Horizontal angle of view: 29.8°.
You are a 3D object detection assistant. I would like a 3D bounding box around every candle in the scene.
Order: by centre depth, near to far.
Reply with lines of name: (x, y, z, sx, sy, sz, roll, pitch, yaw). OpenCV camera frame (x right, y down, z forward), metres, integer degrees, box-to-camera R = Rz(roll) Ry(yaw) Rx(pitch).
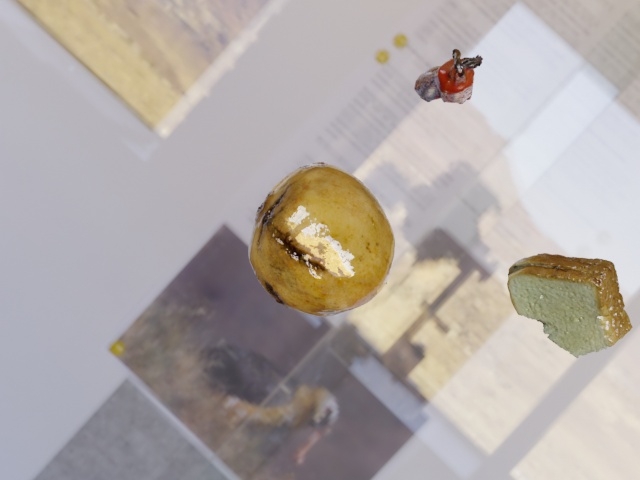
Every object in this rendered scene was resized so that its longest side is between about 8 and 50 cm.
candle: (0.175, -0.221, 1.648, 0.084, 0.059, 0.301, 3, 1, 2)

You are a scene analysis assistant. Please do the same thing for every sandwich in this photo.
sandwich: (0.210, 0.054, 1.028, 0.104, 0.035, 0.093, 12, -49, 40)

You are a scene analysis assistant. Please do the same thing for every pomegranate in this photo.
pomegranate: (0.000, 0.000, 2.003, 0.260, 0.260, 0.260, 43, 4, -4)
